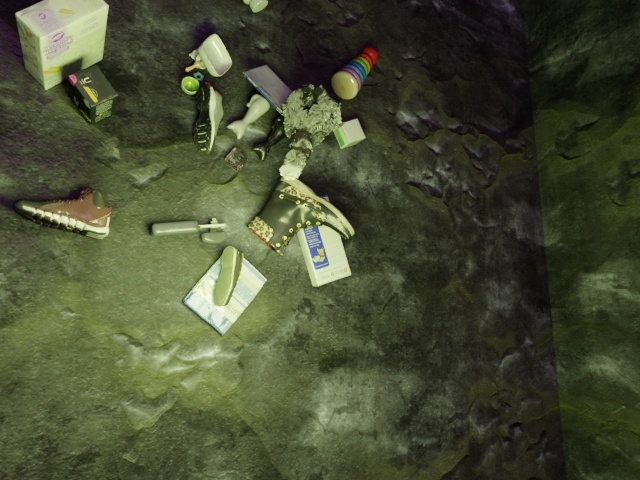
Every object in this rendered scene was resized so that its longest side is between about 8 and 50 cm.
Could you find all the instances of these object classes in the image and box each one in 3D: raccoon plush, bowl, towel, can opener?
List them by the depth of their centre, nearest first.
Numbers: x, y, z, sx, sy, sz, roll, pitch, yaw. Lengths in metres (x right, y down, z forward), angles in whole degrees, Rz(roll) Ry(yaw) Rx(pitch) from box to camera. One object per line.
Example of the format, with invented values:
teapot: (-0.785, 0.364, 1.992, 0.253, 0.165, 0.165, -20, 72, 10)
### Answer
can opener: (-0.481, -0.034, 1.632, 0.281, 0.074, 0.093, -1, 82, -29)
towel: (-0.359, 0.188, 1.680, 0.209, 0.034, 0.285, 44, 63, -15)
bowl: (-0.435, -0.747, 1.781, 0.142, 0.053, 0.142, 61, 38, -36)
raccoon plush: (-0.058, -0.438, 1.852, 0.216, 0.299, 0.446, 28, 86, 15)

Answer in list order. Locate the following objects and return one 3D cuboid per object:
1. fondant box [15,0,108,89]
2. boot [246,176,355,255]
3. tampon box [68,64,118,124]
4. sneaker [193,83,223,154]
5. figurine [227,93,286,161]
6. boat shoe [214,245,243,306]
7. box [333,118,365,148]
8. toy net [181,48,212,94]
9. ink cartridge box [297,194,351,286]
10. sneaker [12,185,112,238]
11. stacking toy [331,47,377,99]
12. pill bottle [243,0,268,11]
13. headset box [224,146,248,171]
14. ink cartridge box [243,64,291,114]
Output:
fondant box: (-0.823, -0.648, 1.413, 0.096, 0.330, 0.238, 49, 62, -12)
boot: (-0.081, -0.058, 1.765, 0.377, 0.138, 0.284, 39, 80, 0)
tampon box: (-0.780, -0.494, 1.505, 0.101, 0.161, 0.120, -40, 100, -29)
sneaker: (-0.430, -0.472, 1.737, 0.108, 0.100, 0.271, 11, 82, -59)
figurine: (-0.257, -0.468, 1.841, 0.215, 0.092, 0.209, 42, 67, -15)
boat shoe: (-0.335, 0.138, 1.637, 0.069, 0.081, 0.227, 28, 68, -54)
box: (0.135, -0.500, 2.061, 0.102, 0.087, 0.101, -25, 93, -31)
toy net: (-0.485, -0.679, 1.774, 0.122, 0.045, 0.232, 16, 73, -26)
ink cartridge box: (0.000, 0.000, 1.900, 0.176, 0.069, 0.370, -16, 90, -29)
sneaker: (-0.831, -0.118, 1.448, 0.282, 0.106, 0.162, 22, 65, -35)
stacking toy: (0.186, -0.830, 2.143, 0.141, 0.141, 0.330, 45, 56, -15)
pill bottle: (-0.313, -1.109, 1.919, 0.108, 0.108, 0.193, -35, 97, -30)
headset box: (-0.346, -0.334, 1.791, 0.083, 0.032, 0.062, 44, 63, -17)
ink cartridge box: (-0.209, -0.631, 1.852, 0.223, 0.045, 0.224, 45, 33, -7)
